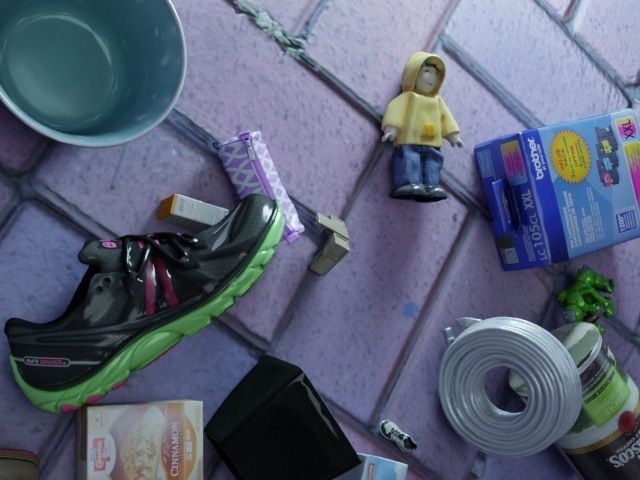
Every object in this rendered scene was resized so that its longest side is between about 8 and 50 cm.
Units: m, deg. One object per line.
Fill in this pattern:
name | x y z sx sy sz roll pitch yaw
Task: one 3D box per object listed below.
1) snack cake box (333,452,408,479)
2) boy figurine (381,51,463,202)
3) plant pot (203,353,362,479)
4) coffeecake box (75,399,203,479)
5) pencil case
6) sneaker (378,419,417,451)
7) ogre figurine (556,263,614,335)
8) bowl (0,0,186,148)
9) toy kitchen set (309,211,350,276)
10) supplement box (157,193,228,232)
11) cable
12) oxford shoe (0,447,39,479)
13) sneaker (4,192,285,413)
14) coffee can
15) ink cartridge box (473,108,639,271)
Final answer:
snack cake box | 0.047 0.489 1.604 0.089 0.152 0.264 20 74 -27
boy figurine | 0.197 -0.215 1.829 0.177 0.092 0.285 9 82 -27
plant pot | -0.075 0.315 1.549 0.167 0.188 0.187 -36 102 -17
coffeecake box | -0.278 0.321 1.486 0.185 0.068 0.142 2 83 -30
pencil case | -0.100 -0.090 1.637 0.086 0.088 0.206 -30 99 -28
sneaker | 0.143 0.352 1.747 0.083 0.037 0.032 40 67 -18
ogre figurine | 0.549 0.134 1.984 0.197 0.097 0.118 -51 120 -14
bowl | -0.376 -0.277 1.457 0.311 0.163 0.312 4 82 -30
toy kitchen set | 0.000 0.000 1.717 0.068 0.075 0.083 30 29 -27
supplement box | -0.208 -0.042 1.581 0.098 0.062 0.036 18 73 -28
cable | 0.339 0.266 1.754 0.089 0.257 0.257 -15 98 -59
oxford shoe | -0.516 0.375 1.268 0.348 0.123 0.130 -12 49 -42
sneaker | -0.254 0.059 1.451 0.482 0.185 0.202 -36 97 -21
coffee can | 0.523 0.326 1.879 0.201 0.201 0.275 -45 105 -27
ink cartridge box | 0.478 -0.098 1.945 0.395 0.151 0.270 -15 91 -30
